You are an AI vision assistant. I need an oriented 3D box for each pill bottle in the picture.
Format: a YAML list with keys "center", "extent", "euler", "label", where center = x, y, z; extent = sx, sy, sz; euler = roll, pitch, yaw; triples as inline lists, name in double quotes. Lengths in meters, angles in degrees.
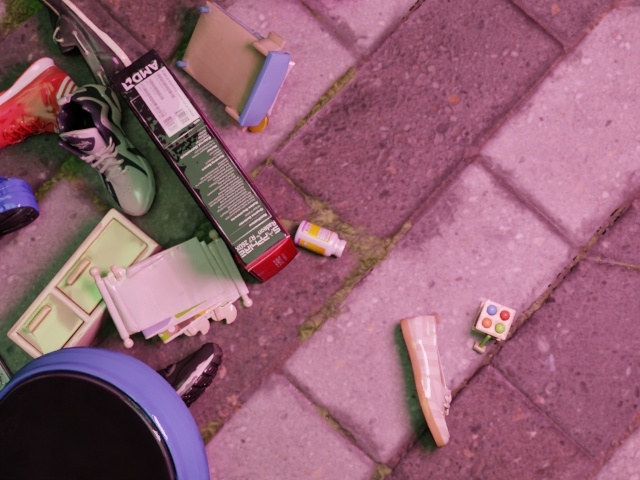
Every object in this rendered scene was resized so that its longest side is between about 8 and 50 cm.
- center: [0.000, 0.000, 1.675]
  extent: [0.083, 0.043, 0.043]
  euler: [23, 84, 4]
  label: "pill bottle"

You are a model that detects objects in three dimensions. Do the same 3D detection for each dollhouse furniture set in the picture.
- center: [-0.119, -0.377, 1.716]
  extent: [0.286, 0.198, 0.303]
  euler: [39, 117, 27]
  label: "dollhouse furniture set"

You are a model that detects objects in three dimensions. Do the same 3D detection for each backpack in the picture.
- center: [-0.542, -0.063, 1.669]
  extent: [0.120, 0.098, 0.101]
  euler: [-19, 81, 0]
  label: "backpack"

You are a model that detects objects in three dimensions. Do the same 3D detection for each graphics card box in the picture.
- center: [-0.178, -0.111, 1.599]
  extent: [0.094, 0.233, 0.371]
  euler: [-37, 83, -2]
  label: "graphics card box"

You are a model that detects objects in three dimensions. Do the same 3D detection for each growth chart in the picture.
- center: [-0.239, 0.085, 1.630]
  extent: [0.237, 0.021, 0.172]
  euler: [-20, 107, -15]
  label: "growth chart"

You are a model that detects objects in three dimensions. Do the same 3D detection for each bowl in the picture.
- center: [-0.364, 0.361, 1.547]
  extent: [0.391, 0.077, 0.391]
  euler: [3, 100, 18]
  label: "bowl"

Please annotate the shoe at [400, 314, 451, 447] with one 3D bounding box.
- center: [0.183, 0.227, 1.625]
  extent: [0.058, 0.076, 0.219]
  euler: [-14, 81, 5]
  label: "shoe"

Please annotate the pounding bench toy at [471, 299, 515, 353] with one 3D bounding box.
- center: [0.280, 0.146, 1.638]
  extent: [0.052, 0.065, 0.083]
  euler: [22, 84, 4]
  label: "pounding bench toy"

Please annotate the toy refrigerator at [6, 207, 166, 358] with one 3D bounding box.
- center: [-0.386, 0.084, 1.649]
  extent: [0.102, 0.094, 0.269]
  euler: [39, 86, 5]
  label: "toy refrigerator"

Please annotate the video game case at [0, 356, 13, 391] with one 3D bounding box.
- center: [-0.624, 0.246, 1.670]
  extent: [0.196, 0.026, 0.274]
  euler: [-35, 83, -3]
  label: "video game case"

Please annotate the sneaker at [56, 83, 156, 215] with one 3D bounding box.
- center: [-0.363, -0.143, 1.629]
  extent: [0.094, 0.153, 0.235]
  euler: [-15, 95, 20]
  label: "sneaker"

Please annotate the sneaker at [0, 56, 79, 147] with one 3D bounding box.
- center: [-0.496, -0.197, 1.692]
  extent: [0.128, 0.087, 0.221]
  euler: [39, 87, 7]
  label: "sneaker"

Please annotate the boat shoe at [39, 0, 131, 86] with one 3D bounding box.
- center: [-0.428, -0.358, 1.711]
  extent: [0.079, 0.084, 0.233]
  euler: [-44, 87, -4]
  label: "boat shoe"

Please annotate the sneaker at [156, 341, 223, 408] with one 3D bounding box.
- center: [-0.289, 0.253, 1.623]
  extent: [0.124, 0.107, 0.283]
  euler: [43, 86, 11]
  label: "sneaker"
